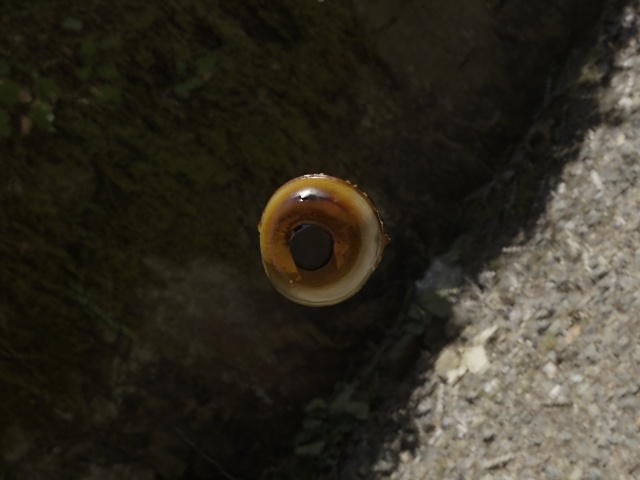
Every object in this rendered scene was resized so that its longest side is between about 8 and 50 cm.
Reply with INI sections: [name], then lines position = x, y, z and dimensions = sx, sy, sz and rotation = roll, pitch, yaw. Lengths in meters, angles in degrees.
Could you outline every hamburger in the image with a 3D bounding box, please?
[hamburger]
position = -0.004, -0.002, 1.633
dimensions = 0.237, 0.237, 0.147
rotation = -43, -5, 12
